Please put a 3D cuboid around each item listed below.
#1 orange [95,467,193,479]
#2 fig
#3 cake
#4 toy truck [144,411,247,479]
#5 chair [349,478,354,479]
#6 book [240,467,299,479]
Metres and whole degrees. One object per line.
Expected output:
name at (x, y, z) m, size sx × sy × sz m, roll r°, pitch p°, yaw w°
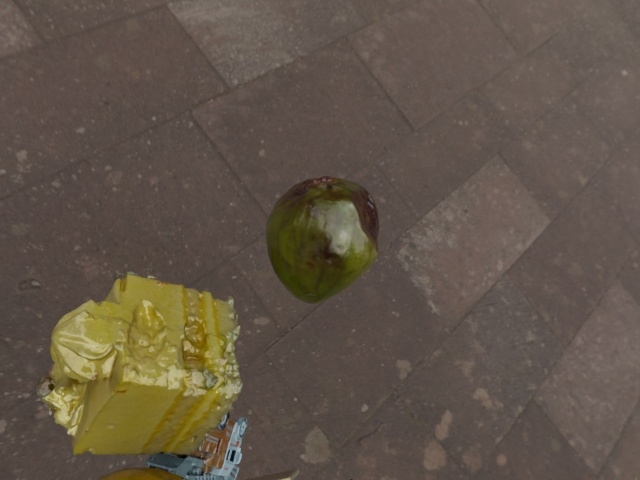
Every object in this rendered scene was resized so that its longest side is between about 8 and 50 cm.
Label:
orange at (-0.278, 0.489, 0.638) m, size 0.279 × 0.279 × 0.235 m, roll 27°, pitch 62°, yaw -10°
fig at (0.000, 0.000, 0.530) m, size 0.154 × 0.166 × 0.144 m, roll 34°, pitch 20°, yaw 28°
cake at (-0.305, 0.204, 0.697) m, size 0.286 × 0.227 × 0.222 m, roll 20°, pitch 28°, yaw -33°
toy truck at (-0.282, 0.492, 0.980) m, size 0.132 × 0.338 × 0.185 m, roll 3°, pitch 57°, yaw 12°
chair at (0.042, 0.941, 1.426) m, size 0.113 × 0.229 × 0.106 m, roll 55°, pitch 21°, yaw 1°
book at (-0.199, 0.783, 1.340) m, size 0.241 × 0.170 × 0.018 m, roll -13°, pitch 68°, yaw 2°
